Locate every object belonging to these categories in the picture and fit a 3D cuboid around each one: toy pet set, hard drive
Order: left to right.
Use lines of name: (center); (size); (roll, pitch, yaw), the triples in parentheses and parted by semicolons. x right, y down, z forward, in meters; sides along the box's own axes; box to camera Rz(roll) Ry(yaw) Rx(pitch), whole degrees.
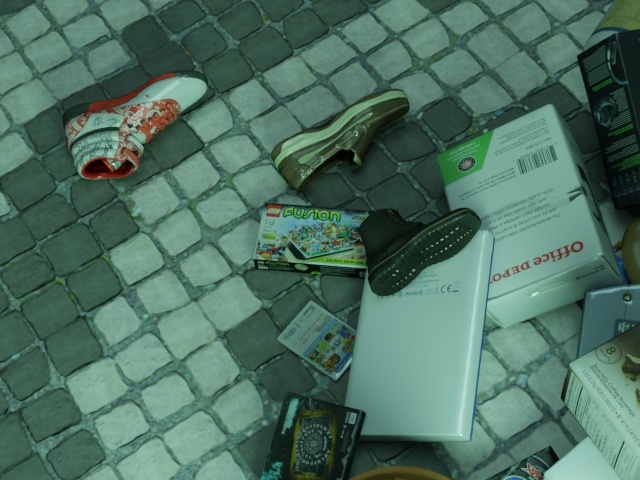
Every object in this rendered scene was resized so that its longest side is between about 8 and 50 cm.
hard drive: (0.147, 0.144, 1.833); (0.210, 0.040, 0.318); (-6, 63, 35)
toy pet set: (0.487, 0.039, 1.918); (0.114, 0.065, 0.122); (-13, 58, -2)

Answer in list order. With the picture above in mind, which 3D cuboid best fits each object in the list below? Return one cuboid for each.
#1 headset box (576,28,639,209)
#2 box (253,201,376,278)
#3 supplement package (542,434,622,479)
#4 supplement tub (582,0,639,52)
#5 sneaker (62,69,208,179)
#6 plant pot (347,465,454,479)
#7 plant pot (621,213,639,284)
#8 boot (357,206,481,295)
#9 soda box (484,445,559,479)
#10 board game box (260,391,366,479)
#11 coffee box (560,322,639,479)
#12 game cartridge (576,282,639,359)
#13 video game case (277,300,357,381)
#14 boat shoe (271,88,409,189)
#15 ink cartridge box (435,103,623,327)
headset box: (0.573, -0.194, 1.931); (0.246, 0.131, 0.283); (-11, 86, -16)
box: (0.000, 0.000, 2.009); (0.207, 0.036, 0.114); (4, 60, 9)
supplement package: (0.455, 0.380, 1.639); (0.199, 0.198, 0.262); (-36, 62, -16)
supplement tub: (0.558, -0.362, 2.104); (0.144, 0.144, 0.199); (27, 65, 20)
sneaker: (-0.312, -0.194, 2.129); (0.270, 0.090, 0.145); (-18, 60, -1)
plant pot: (0.100, 0.433, 1.605); (0.291, 0.203, 0.291); (-3, 72, 9)
plant pot: (0.586, 0.034, 1.892); (0.236, 0.032, 0.236); (6, 56, -10)
boot: (0.140, -0.023, 1.856); (0.198, 0.077, 0.137); (-33, 45, 17)
soda box: (0.271, 0.362, 1.750); (0.169, 0.060, 0.053); (-26, 64, -9)
board game box: (-0.018, 0.326, 1.789); (0.126, 0.026, 0.186); (12, 76, 20)
coffee box: (0.459, 0.252, 1.530); (0.168, 0.119, 0.297); (-27, 60, -11)
game cartridge: (0.533, 0.165, 1.799); (0.297, 0.062, 0.198); (8, 85, 10)
video game case: (0.005, 0.159, 1.928); (0.122, 0.011, 0.087); (33, 67, 23)
boat shoe: (0.048, -0.165, 2.081); (0.257, 0.095, 0.095); (-28, 74, -4)
ink cartridge box: (0.325, -0.036, 1.910); (0.211, 0.121, 0.289); (-23, 57, 20)
